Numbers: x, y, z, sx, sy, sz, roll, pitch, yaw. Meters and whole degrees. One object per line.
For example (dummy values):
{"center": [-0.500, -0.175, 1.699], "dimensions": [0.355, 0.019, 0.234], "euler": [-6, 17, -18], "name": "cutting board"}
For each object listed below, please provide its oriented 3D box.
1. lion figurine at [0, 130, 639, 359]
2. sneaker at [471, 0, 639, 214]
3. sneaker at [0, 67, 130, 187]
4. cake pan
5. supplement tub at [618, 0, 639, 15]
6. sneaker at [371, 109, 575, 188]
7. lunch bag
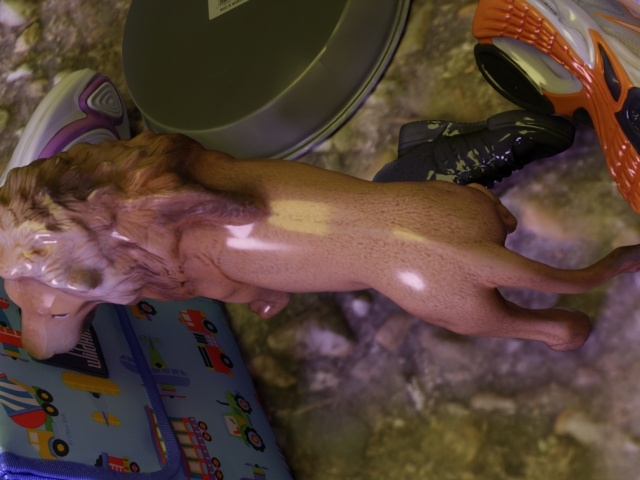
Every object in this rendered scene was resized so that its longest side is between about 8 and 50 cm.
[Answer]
{"center": [0.000, 0.000, 0.785], "dimensions": [0.392, 0.240, 0.142], "euler": [-3, 82, 20], "name": "lion figurine"}
{"center": [0.226, -0.096, 0.819], "dimensions": [0.121, 0.099, 0.262], "euler": [-30, 64, -29], "name": "sneaker"}
{"center": [-0.274, -0.017, 1.122], "dimensions": [0.152, 0.114, 0.305], "euler": [13, 77, 38], "name": "sneaker"}
{"center": [-0.060, -0.197, 1.095], "dimensions": [0.293, 0.054, 0.293], "euler": [-16, 60, 29], "name": "cake pan"}
{"center": [0.286, -0.199, 0.707], "dimensions": [0.241, 0.241, 0.331], "euler": [-48, 56, 7], "name": "supplement tub"}
{"center": [0.100, -0.041, 0.912], "dimensions": [0.170, 0.051, 0.089], "euler": [0, 71, 38], "name": "sneaker"}
{"center": [-0.170, 0.108, 0.872], "dimensions": [0.138, 0.293, 0.221], "euler": [-38, 52, 15], "name": "lunch bag"}
